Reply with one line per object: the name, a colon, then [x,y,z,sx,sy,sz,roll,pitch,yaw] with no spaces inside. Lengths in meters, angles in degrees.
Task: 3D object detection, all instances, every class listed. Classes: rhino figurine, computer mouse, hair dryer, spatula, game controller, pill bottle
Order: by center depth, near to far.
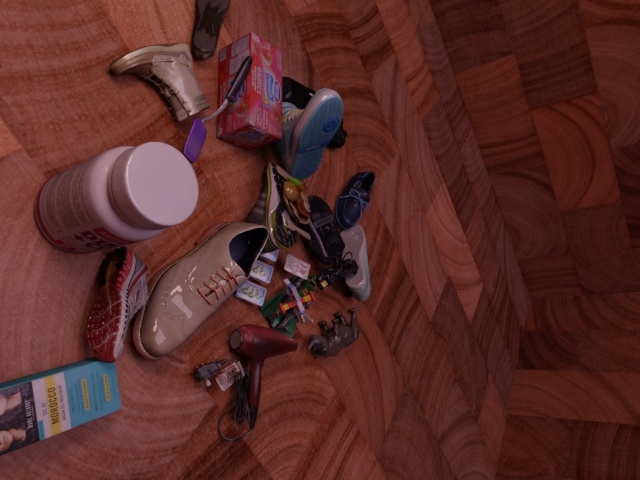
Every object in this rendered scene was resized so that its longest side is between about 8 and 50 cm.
pill bottle: [-0.354,-0.070,0.831,0.160,0.282,0.161,15,70,-50]
spatula: [-0.241,-0.320,1.149,0.297,0.030,0.084,-58,169,-8]
hair dryer: [-0.169,0.316,1.180,0.293,0.080,0.224,-35,117,-37]
computer mouse: [0.000,0.000,1.448,0.188,0.072,0.273,-20,89,-46]
rhino figurine: [0.039,0.291,1.450,0.243,0.073,0.107,-19,95,-52]
game controller: [-0.024,-0.408,1.544,0.319,0.067,0.167,12,59,-52]

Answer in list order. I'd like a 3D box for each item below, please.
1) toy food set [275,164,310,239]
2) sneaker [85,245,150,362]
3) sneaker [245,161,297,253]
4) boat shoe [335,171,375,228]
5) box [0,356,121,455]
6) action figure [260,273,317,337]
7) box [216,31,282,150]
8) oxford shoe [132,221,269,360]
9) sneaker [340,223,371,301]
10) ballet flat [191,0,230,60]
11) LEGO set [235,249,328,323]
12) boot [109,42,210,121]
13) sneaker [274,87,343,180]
toy food set: [-0.057,-0.103,1.256,0.132,0.038,0.192,32,40,-55]
sneaker: [-0.369,0.122,0.910,0.093,0.087,0.226,46,35,-47]
sneaker: [-0.141,-0.090,1.269,0.111,0.121,0.300,46,29,-41]
boat shoe: [0.121,-0.154,1.633,0.109,0.089,0.259,39,49,-28]
box: [-0.463,0.273,0.796,0.244,0.060,0.101,-8,88,-54]
action figure: [-0.067,0.162,1.351,0.137,0.063,0.232,62,37,-18]
box: [-0.183,-0.384,1.257,0.122,0.128,0.257,14,71,-51]
oxford shoe: [-0.250,0.086,1.047,0.141,0.146,0.397,56,43,-30]
sneaker: [0.116,0.079,1.602,0.151,0.094,0.256,69,17,-53]
ballet flat: [-0.284,-0.559,1.230,0.084,0.058,0.250,10,65,-15]
LEGO set: [-0.085,0.108,1.270,0.244,0.060,0.183,28,56,-22]
boot: [-0.349,-0.346,1.076,0.213,0.077,0.165,-39,116,-50]
sneaker: [-0.062,-0.328,1.288,0.127,0.319,0.208,-17,67,-31]
